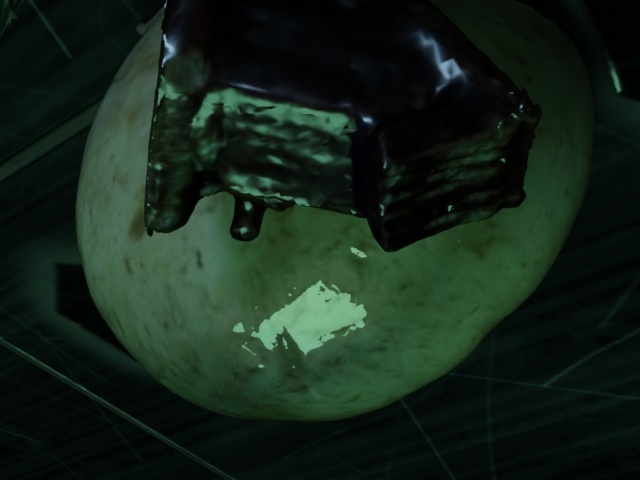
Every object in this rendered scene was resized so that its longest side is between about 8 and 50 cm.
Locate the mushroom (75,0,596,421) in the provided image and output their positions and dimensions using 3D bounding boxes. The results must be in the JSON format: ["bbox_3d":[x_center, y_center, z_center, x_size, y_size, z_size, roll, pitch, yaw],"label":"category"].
[{"bbox_3d":[0.000,0.000,0.892,0.253,0.189,0.195,1,145,44],"label":"mushroom"}]

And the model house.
[{"bbox_3d":[0.020,-0.093,0.722,0.164,0.203,0.141,5,171,-1],"label":"model house"}]

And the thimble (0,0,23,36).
[{"bbox_3d":[-0.190,-0.148,0.861,0.118,0.090,0.135,5,149,29],"label":"thimble"}]
